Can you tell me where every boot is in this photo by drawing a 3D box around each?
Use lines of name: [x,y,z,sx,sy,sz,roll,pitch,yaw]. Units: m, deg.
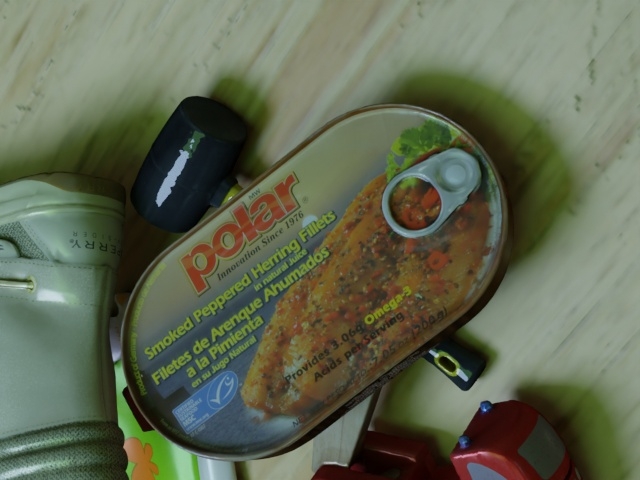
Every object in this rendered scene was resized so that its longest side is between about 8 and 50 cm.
boot: [-0.171,0.071,0.912,0.213,0.077,0.165,-21,68,40]

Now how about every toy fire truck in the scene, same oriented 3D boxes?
toy fire truck: [0.016,0.091,0.860,0.192,0.047,0.135,-15,112,34]

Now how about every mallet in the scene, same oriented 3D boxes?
mallet: [0.000,0.000,0.861,0.190,0.039,0.062,30,118,12]

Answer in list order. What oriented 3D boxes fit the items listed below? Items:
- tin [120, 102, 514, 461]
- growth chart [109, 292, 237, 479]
tin: [-0.001,0.019,0.816,0.190,0.040,0.106,-37,78,7]
growth chart: [-0.140,0.117,0.991,0.237,0.021,0.172,-10,102,32]
